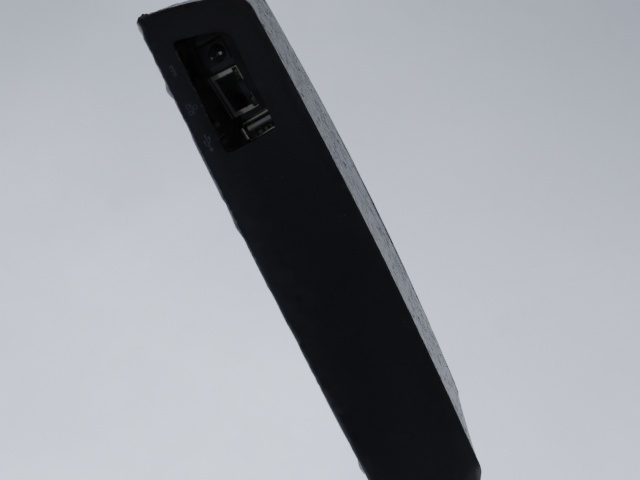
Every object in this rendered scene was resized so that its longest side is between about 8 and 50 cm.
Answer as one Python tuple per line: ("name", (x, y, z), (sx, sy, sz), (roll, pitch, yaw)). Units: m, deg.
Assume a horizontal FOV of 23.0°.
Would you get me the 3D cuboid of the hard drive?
("hard drive", (0.000, 0.000, 0.727), (0.054, 0.255, 0.172), (-26, -171, 5))
